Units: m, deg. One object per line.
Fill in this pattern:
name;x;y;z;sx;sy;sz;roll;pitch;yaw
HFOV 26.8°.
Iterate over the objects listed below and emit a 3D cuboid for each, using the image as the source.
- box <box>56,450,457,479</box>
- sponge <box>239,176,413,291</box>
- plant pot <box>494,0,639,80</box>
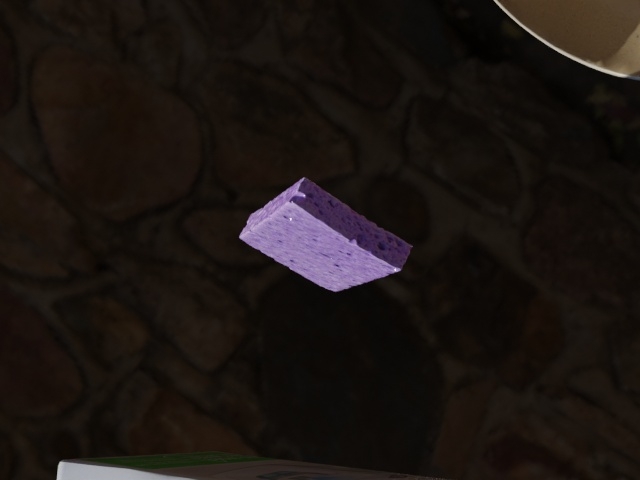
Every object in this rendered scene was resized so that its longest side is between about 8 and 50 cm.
box;0.008;0.229;0.555;0.231;0.261;0.127;2;175;31
sponge;0.000;0.000;1.260;0.117;0.031;0.210;31;165;-10
plant pot;0.280;-0.303;1.162;0.284;0.191;0.284;32;158;14
